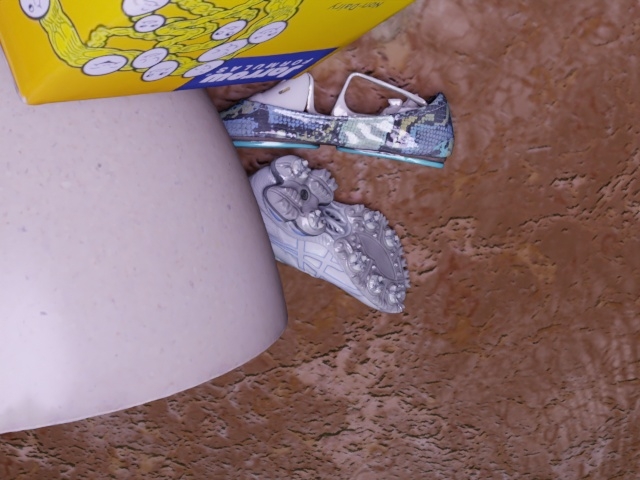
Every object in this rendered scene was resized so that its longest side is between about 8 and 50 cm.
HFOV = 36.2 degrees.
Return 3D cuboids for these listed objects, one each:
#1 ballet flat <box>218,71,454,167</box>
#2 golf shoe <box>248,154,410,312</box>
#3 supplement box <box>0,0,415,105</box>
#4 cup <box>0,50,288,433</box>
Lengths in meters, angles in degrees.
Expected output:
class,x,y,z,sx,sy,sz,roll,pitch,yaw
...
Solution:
class,x,y,z,sx,sy,sz,roll,pitch,yaw
ballet flat,0.005,-0.093,0.718,0.188,0.070,0.070,4,123,-7
golf shoe,0.000,0.000,0.782,0.086,0.069,0.176,-14,133,43
supplement box,0.010,-0.219,0.401,0.356,0.194,0.195,-25,84,42
cup,-0.195,-0.047,0.614,0.331,0.331,0.237,-5,100,1
